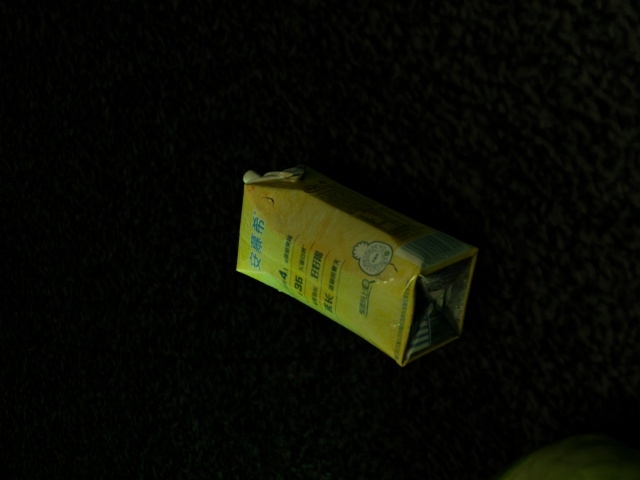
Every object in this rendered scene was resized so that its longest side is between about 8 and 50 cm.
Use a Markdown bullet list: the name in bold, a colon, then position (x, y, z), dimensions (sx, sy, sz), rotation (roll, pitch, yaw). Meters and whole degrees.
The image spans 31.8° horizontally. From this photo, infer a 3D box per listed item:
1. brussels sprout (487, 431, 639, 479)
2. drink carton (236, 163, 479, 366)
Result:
- **brussels sprout**: position (0.149, 0.198, 0.599), dimensions (0.145, 0.131, 0.183), rotation (-26, 81, 5)
- **drink carton**: position (0.000, 0.000, 0.713), dimensions (0.200, 0.074, 0.084), rotation (27, 125, 35)
